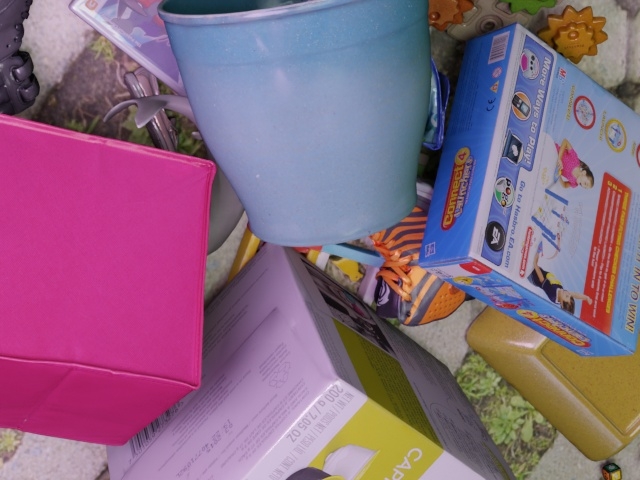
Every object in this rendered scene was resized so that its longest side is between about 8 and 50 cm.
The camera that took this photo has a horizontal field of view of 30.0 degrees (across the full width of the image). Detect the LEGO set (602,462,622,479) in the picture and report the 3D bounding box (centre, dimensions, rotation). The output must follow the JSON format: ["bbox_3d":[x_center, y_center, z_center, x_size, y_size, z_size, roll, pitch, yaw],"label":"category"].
[{"bbox_3d":[0.531,0.388,1.807,0.182,0.060,0.244,-45,116,-3],"label":"LEGO set"}]

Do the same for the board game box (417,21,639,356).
[{"bbox_3d":[0.279,-0.053,1.447,0.302,0.086,0.308,29,65,-33],"label":"board game box"}]

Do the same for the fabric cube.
[{"bbox_3d":[-0.273,0.051,1.253,0.259,0.258,0.254,13,63,-22],"label":"fabric cube"}]

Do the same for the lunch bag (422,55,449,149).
[{"bbox_3d":[0.089,-0.185,1.416,0.096,0.129,0.151,-29,114,-7],"label":"lunch bag"}]

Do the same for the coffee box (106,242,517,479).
[{"bbox_3d":[-0.013,0.272,1.407,0.334,0.338,0.337,37,101,-27],"label":"coffee box"}]

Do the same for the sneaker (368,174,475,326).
[{"bbox_3d":[0.083,0.005,1.448,0.321,0.124,0.180,21,99,-24],"label":"sneaker"}]

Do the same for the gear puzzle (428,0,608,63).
[{"bbox_3d":[0.199,-0.285,1.418,0.339,0.044,0.175,23,132,-25],"label":"gear puzzle"}]

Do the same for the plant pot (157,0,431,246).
[{"bbox_3d":[-0.005,-0.141,1.224,0.272,0.271,0.255,-16,112,-12],"label":"plant pot"}]

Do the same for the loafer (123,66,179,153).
[{"bbox_3d":[-0.185,-0.144,1.388,0.039,0.045,0.125,-30,112,-15],"label":"loafer"}]

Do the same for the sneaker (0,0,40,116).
[{"bbox_3d":[-0.332,-0.232,1.279,0.296,0.104,0.147,-43,118,7],"label":"sneaker"}]

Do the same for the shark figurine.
[{"bbox_3d":[-0.114,-0.089,1.355,0.166,0.116,0.278,-37,141,-11],"label":"shark figurine"}]

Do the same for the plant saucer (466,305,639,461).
[{"bbox_3d":[0.424,0.124,1.665,0.333,0.081,0.333,-47,116,1],"label":"plant saucer"}]

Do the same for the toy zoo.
[{"bbox_3d":[0.000,0.000,1.506,0.192,0.030,0.293,16,103,-23],"label":"toy zoo"}]

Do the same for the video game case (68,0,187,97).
[{"bbox_3d":[-0.151,-0.273,1.351,0.201,0.023,0.183,37,87,-26],"label":"video game case"}]
